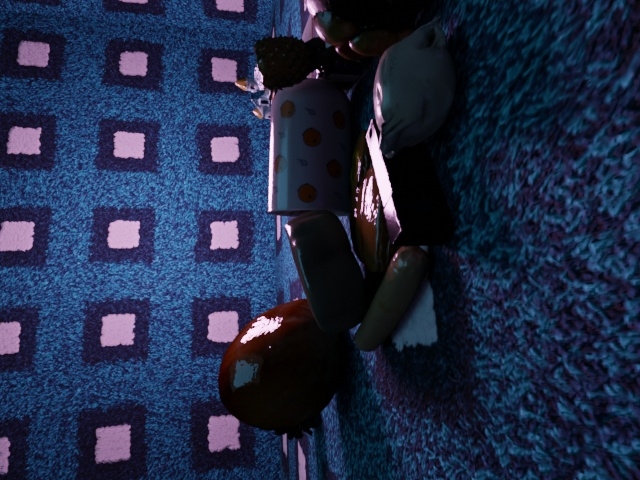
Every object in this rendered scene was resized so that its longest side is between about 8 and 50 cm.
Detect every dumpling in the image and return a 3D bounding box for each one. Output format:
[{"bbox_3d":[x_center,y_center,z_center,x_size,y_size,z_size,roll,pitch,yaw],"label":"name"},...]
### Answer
[{"bbox_3d":[0.126,-0.204,0.589,0.199,0.118,0.136,-63,-4,-3],"label":"dumpling"}]

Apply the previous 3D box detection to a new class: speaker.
[{"bbox_3d":[0.128,-0.093,0.633,0.044,0.082,0.218,107,158,-55],"label":"speaker"}]

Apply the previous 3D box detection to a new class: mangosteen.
[{"bbox_3d":[0.067,-0.387,0.641,0.210,0.210,0.209,180,90,-78],"label":"mangosteen"}]

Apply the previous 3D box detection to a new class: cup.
[{"bbox_3d":[-0.024,-0.223,1.046,0.212,0.213,0.317,178,92,-78],"label":"cup"}]

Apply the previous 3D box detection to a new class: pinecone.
[{"bbox_3d":[-0.114,0.613,1.513,0.221,0.222,0.221,180,90,-78],"label":"pinecone"}]

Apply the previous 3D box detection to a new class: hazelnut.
[{"bbox_3d":[-0.095,0.337,1.155,0.366,0.366,0.365,180,90,-78],"label":"hazelnut"}]

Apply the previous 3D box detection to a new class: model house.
[{"bbox_3d":[-0.233,-0.660,1.858,0.253,0.291,0.184,106,165,-54],"label":"model house"}]

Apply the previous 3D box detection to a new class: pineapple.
[{"bbox_3d":[-0.015,-0.405,0.912,0.125,0.252,0.125,169,90,-87],"label":"pineapple"}]

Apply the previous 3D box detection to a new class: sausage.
[{"bbox_3d":[0.119,0.113,0.735,0.301,0.066,0.065,101,164,-51],"label":"sausage"}]

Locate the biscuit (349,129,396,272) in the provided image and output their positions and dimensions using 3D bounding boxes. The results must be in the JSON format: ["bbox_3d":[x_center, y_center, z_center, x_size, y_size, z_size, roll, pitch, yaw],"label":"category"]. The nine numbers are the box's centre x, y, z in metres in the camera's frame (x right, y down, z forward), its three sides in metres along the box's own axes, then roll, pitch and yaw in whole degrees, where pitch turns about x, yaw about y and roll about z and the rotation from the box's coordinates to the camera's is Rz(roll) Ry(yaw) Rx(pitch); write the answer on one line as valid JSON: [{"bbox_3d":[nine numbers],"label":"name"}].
[{"bbox_3d":[0.092,-0.084,0.803,0.277,0.052,0.262,-112,23,-78],"label":"biscuit"}]

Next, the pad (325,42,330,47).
[{"bbox_3d":[0.080,-0.478,0.785,0.232,0.004,0.156,-4,86,50],"label":"pad"}]

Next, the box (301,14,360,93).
[{"bbox_3d":[0.013,-0.482,1.118,0.299,0.107,0.200,178,91,-77],"label":"box"}]

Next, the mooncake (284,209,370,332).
[{"bbox_3d":[0.017,0.062,0.894,0.275,0.135,0.274,160,90,-89],"label":"mooncake"}]
